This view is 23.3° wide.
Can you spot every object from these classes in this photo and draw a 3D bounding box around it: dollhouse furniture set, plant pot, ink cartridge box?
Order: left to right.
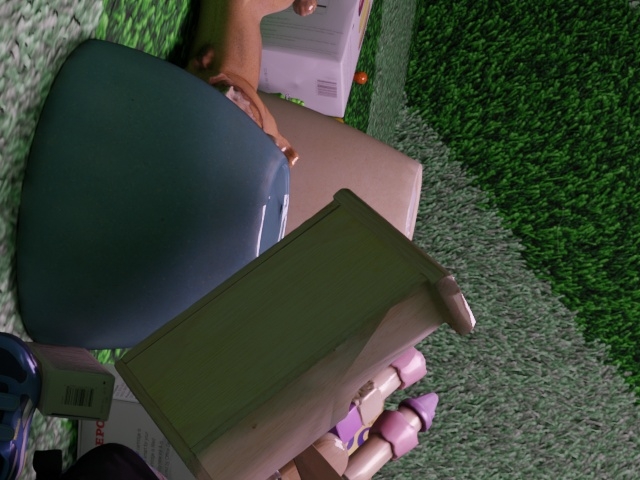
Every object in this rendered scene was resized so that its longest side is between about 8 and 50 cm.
[{"bbox_3d":[-0.137,-0.028,1.435,0.290,0.195,0.290,10,90,-82],"label":"plant pot"},{"bbox_3d":[-0.149,0.223,1.643,0.086,0.203,0.148,-67,166,-66],"label":"ink cartridge box"},{"bbox_3d":[-0.014,-0.061,1.994,0.256,0.274,0.256,9,90,-82],"label":"plant pot"},{"bbox_3d":[0.036,0.194,1.380,0.362,0.256,0.394,43,-13,50],"label":"dollhouse furniture set"}]

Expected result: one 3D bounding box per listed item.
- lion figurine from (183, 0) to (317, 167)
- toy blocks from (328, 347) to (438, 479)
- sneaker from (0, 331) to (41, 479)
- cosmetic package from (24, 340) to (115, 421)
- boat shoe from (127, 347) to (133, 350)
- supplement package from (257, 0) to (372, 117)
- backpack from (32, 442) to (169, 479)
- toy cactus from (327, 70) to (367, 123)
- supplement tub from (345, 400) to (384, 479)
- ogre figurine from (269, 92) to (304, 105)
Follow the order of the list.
[{"bbox_3d":[-0.100,-0.216,1.790,0.240,0.142,0.392,53,31,-59],"label":"lion figurine"},{"bbox_3d":[0.023,0.123,2.113,0.260,0.288,0.309,-40,137,-27],"label":"toy blocks"},{"bbox_3d":[-0.264,0.146,1.266,0.059,0.053,0.144,-50,148,-70],"label":"sneaker"},{"bbox_3d":[-0.221,0.121,1.339,0.115,0.060,0.041,-157,-103,-68],"label":"cosmetic package"},{"bbox_3d":[-0.188,0.080,1.746,0.142,0.049,0.040,-75,171,-46],"label":"boat shoe"},{"bbox_3d":[-0.007,-0.322,2.223,0.139,0.133,0.244,87,15,-61],"label":"supplement package"},{"bbox_3d":[-0.188,0.330,1.315,0.263,0.276,0.213,-45,177,11],"label":"backpack"},{"bbox_3d":[0.000,-0.218,2.592,0.219,0.112,0.180,104,7,-79],"label":"toy cactus"},{"bbox_3d":[-0.029,0.325,2.488,0.241,0.241,0.331,-12,111,-82],"label":"supplement tub"},{"bbox_3d":[-0.068,-0.131,2.199,0.197,0.096,0.118,-19,-111,61],"label":"ogre figurine"}]
